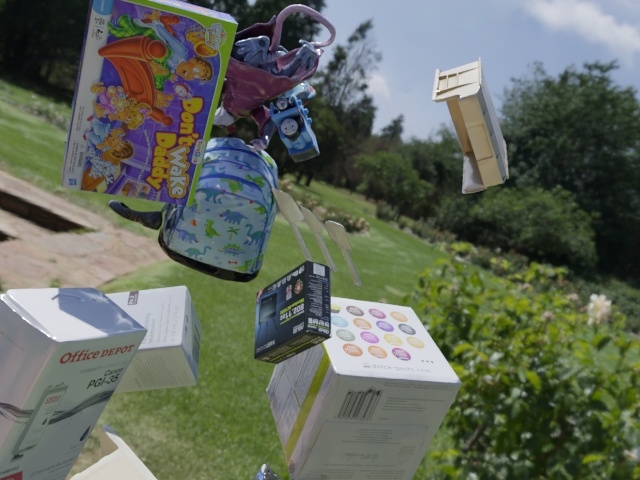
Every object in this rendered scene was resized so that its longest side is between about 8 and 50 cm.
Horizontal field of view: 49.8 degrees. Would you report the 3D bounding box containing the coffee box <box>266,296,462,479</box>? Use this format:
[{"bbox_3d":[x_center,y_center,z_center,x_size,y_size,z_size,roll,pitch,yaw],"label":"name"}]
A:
[{"bbox_3d":[0.091,0.378,1.776,0.337,0.338,0.334,10,26,-22],"label":"coffee box"}]

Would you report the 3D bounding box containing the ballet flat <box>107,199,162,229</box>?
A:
[{"bbox_3d":[-0.449,-0.070,1.679,0.173,0.049,0.057,21,0,25],"label":"ballet flat"}]

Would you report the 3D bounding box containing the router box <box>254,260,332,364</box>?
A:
[{"bbox_3d":[-0.035,0.090,0.845,0.038,0.092,0.122,17,-33,-31],"label":"router box"}]

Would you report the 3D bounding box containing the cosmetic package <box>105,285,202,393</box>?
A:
[{"bbox_3d":[-0.350,0.203,1.405,0.183,0.151,0.151,-6,48,1],"label":"cosmetic package"}]

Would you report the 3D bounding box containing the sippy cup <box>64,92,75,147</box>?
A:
[{"bbox_3d":[-0.493,-0.315,1.741,0.224,0.240,0.305,44,31,4],"label":"sippy cup"}]

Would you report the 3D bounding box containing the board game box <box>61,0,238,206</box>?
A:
[{"bbox_3d":[-0.304,-0.245,1.202,0.233,0.347,0.078,7,26,-24],"label":"board game box"}]

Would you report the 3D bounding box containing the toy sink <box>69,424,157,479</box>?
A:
[{"bbox_3d":[-0.372,0.476,1.232,0.234,0.153,0.131,38,45,28],"label":"toy sink"}]

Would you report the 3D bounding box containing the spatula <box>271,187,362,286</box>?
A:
[{"bbox_3d":[0.000,0.000,1.266,0.168,0.019,0.242,25,-20,26],"label":"spatula"}]

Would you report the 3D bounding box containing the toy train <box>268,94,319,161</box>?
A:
[{"bbox_3d":[-0.058,-0.252,1.555,0.080,0.105,0.184,-19,-17,7],"label":"toy train"}]

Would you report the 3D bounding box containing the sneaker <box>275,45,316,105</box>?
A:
[{"bbox_3d":[-0.095,-0.425,1.797,0.125,0.104,0.262,54,9,-35],"label":"sneaker"}]

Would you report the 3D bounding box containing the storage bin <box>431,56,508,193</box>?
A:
[{"bbox_3d":[0.385,-0.293,1.759,0.123,0.262,0.260,-14,27,20],"label":"storage bin"}]

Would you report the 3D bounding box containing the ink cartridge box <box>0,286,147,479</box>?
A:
[{"bbox_3d":[-0.399,0.216,0.964,0.117,0.283,0.207,33,8,18],"label":"ink cartridge box"}]

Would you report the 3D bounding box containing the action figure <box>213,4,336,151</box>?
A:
[{"bbox_3d":[-0.171,-0.365,1.561,0.248,0.276,0.370,34,-25,-12],"label":"action figure"}]

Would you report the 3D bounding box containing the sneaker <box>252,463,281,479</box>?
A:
[{"bbox_3d":[-0.154,0.677,1.729,0.130,0.330,0.147,42,55,20],"label":"sneaker"}]

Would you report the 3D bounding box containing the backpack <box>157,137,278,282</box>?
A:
[{"bbox_3d":[-0.233,-0.075,1.679,0.290,0.356,0.273,22,25,-9],"label":"backpack"}]
